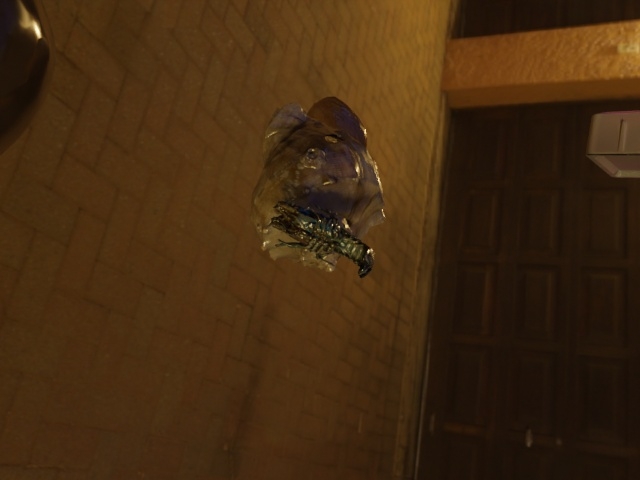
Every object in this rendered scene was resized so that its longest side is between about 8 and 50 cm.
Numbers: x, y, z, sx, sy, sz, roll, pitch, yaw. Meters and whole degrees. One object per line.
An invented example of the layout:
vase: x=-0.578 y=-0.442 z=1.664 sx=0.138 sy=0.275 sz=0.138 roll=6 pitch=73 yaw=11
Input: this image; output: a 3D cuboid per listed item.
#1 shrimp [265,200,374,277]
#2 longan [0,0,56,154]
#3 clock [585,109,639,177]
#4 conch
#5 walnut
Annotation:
shrimp: x=0.003 y=0.000 z=0.864 sx=0.076 sy=0.174 sz=0.082 roll=-22 pitch=138 yaw=-65
longan: x=-0.403 y=-0.185 z=0.530 sx=0.297 sy=0.297 sz=0.297 roll=2 pitch=90 yaw=-68
clock: x=0.485 y=-0.129 z=0.811 sx=0.150 sy=0.197 sz=0.063 roll=12 pitch=86 yaw=-48
conch: x=0.006 y=-0.102 z=1.030 sx=0.263 sy=0.186 sz=0.324 roll=-1 pitch=79 yaw=-33
walnut: x=0.035 y=-0.254 z=1.414 sx=0.180 sy=0.144 sz=0.144 roll=57 pitch=28 yaw=-4
